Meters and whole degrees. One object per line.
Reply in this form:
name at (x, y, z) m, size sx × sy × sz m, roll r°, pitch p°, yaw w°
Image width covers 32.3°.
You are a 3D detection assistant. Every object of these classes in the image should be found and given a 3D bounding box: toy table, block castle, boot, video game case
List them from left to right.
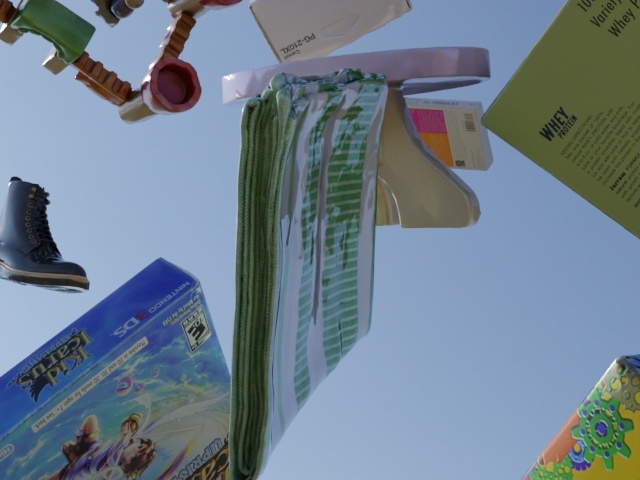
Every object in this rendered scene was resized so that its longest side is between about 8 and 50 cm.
boot at (-0.353, -0.010, 1.384) m, size 0.198 × 0.137 × 0.077 m, roll 9°, pitch -9°, yaw 36°
block castle at (-0.342, -0.411, 1.654) m, size 0.453 × 0.303 × 0.213 m, roll 34°, pitch -27°, yaw -25°
video game case at (-0.180, 0.187, 0.887) m, size 0.061 × 0.269 × 0.244 m, roll 27°, pitch -36°, yaw 37°
toy table at (0.030, -0.089, 1.059) m, size 0.274 × 0.160 × 0.252 m, roll -1°, pitch 4°, yaw 42°

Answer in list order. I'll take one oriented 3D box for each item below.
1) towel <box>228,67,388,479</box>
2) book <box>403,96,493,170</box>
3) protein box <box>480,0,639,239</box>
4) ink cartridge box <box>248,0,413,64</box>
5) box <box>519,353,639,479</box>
towel at (0.000, 0.000, 0.785) m, size 0.038 × 0.247 × 0.325 m, roll 6°, pitch 12°, yaw 11°
book at (0.152, -0.143, 1.468) m, size 0.144 × 0.035 × 0.096 m, roll 9°, pitch -47°, yaw 32°
protein box at (0.284, -0.126, 0.973) m, size 0.201 × 0.199 × 0.136 m, roll 37°, pitch 13°, yaw 7°
ink cartridge box at (0.010, -0.320, 1.383) m, size 0.172 × 0.237 × 0.100 m, roll -26°, pitch -66°, yaw 11°
box at (0.203, 0.194, 0.480) m, size 0.290 × 0.177 × 0.279 m, roll -1°, pitch -47°, yaw -35°
